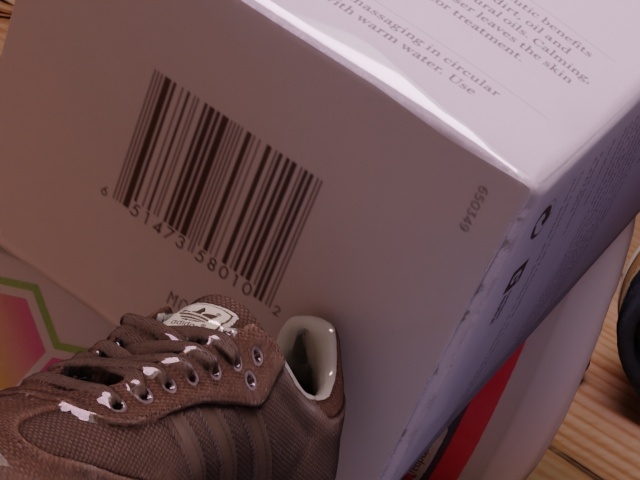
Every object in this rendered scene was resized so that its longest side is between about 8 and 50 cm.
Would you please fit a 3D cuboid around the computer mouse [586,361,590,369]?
[{"bbox_3d":[0.098,0.041,1.059,0.188,0.072,0.272,30,17,29],"label":"computer mouse"}]

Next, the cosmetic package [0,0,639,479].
[{"bbox_3d":[0.057,-0.086,0.674,0.197,0.155,0.365,34,37,15],"label":"cosmetic package"}]

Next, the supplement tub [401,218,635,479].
[{"bbox_3d":[0.000,0.000,0.828,0.272,0.191,0.191,23,15,2],"label":"supplement tub"}]

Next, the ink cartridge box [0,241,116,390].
[{"bbox_3d":[-0.127,0.046,0.644,0.209,0.109,0.062,22,14,-1],"label":"ink cartridge box"}]

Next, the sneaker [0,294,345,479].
[{"bbox_3d":[-0.051,0.046,0.458,0.066,0.071,0.188,13,-2,25],"label":"sneaker"}]

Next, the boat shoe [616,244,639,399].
[{"bbox_3d":[0.410,0.124,1.035,0.500,0.187,0.156,23,19,20],"label":"boat shoe"}]
